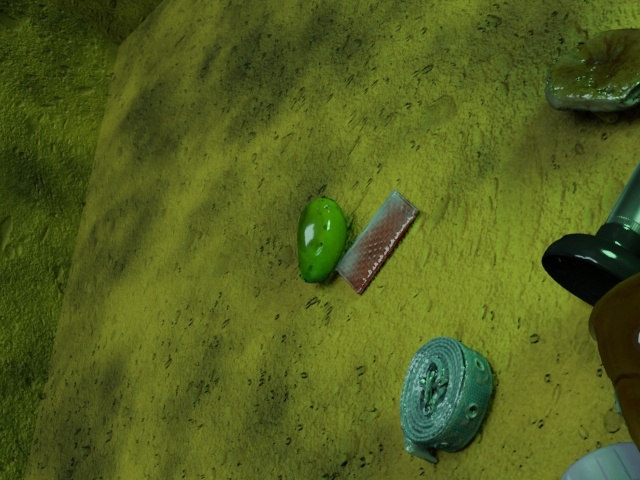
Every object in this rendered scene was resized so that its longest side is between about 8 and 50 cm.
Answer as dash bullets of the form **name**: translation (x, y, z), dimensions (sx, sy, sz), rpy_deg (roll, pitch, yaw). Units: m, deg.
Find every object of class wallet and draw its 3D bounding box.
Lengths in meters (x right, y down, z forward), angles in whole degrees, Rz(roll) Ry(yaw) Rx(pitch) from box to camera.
- **wallet**: translation (0.108, 0.002, 1.568), dimensions (0.196, 0.020, 0.103), rpy_deg (-54, 33, 8)

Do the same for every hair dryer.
- **hair dryer**: translation (0.467, -0.046, 1.026), dimensions (0.320, 0.155, 0.284), rpy_deg (-53, 20, -4)

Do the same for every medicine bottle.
- **medicine bottle**: translation (0.351, 0.326, 0.909), dimensions (0.135, 0.135, 0.168), rpy_deg (-44, 38, 22)

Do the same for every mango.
- **mango**: translation (0.001, 0.000, 1.641), dimensions (0.119, 0.100, 0.178), rpy_deg (95, -176, -72)

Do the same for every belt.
- **belt**: translation (0.185, 0.231, 1.242), dimensions (0.147, 0.082, 0.163), rpy_deg (-40, 38, 34)

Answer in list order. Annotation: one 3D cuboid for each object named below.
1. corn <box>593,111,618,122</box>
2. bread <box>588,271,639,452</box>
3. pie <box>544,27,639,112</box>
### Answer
- **corn**: translation (0.439, -0.212, 1.295), dimensions (0.027, 0.028, 0.083), rpy_deg (-28, 40, -1)
- **bread**: translation (0.435, 0.133, 0.860), dimensions (0.250, 0.225, 0.279), rpy_deg (-31, 50, 21)
- **pie**: translation (0.446, -0.266, 1.282), dimensions (0.195, 0.046, 0.195), rpy_deg (-23, 36, 18)
